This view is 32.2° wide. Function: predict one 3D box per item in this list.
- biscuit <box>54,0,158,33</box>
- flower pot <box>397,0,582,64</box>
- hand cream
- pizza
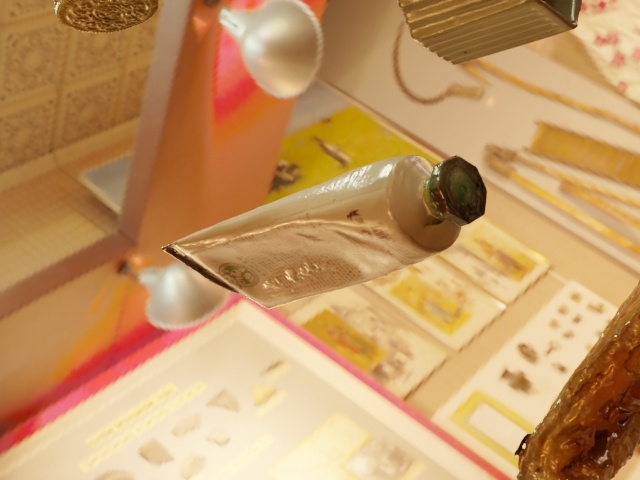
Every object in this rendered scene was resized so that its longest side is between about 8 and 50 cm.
[{"bbox_3d":[-0.173,-0.193,0.895,0.084,0.023,0.084,-11,-12,-2],"label":"biscuit"},{"bbox_3d":[0.214,-0.363,1.444,0.209,0.190,0.239,-44,-63,-53],"label":"flower pot"},{"bbox_3d":[0.000,0.000,0.929,0.336,0.121,0.076,-20,41,49],"label":"hand cream"},{"bbox_3d":[0.265,0.074,0.873,0.365,0.074,0.182,-42,-26,-37],"label":"pizza"}]
